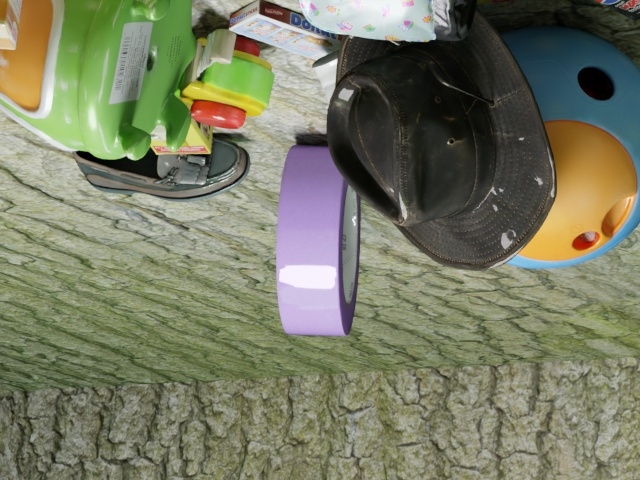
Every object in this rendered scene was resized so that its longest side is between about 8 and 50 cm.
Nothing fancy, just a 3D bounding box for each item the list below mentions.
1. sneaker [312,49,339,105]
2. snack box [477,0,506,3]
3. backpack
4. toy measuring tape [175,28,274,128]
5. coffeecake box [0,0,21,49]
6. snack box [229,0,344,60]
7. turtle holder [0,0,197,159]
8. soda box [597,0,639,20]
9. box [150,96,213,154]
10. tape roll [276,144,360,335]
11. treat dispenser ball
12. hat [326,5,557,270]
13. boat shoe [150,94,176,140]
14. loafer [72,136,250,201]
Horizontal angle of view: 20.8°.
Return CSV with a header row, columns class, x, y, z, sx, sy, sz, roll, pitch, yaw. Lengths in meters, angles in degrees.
class,x,y,z,sx,sy,sz,roll,pitch,yaw
sneaker,0.107,-0.160,2.172,0.297,0.129,0.111,3,162,-44
snack box,0.166,-0.299,1.879,0.100,0.037,0.141,-3,162,23
backpack,0.066,-0.274,1.785,0.182,0.115,0.152,9,135,12
toy measuring tape,-0.101,-0.199,2.092,0.121,0.121,0.330,8,175,-13
coffeecake box,-0.372,-0.293,1.763,0.142,0.185,0.068,4,163,2
snack box,-0.021,-0.249,2.122,0.178,0.022,0.064,15,160,-34
turtle holder,-0.249,-0.236,1.927,0.228,0.320,0.243,15,132,12
soda box,0.304,-0.289,1.843,0.169,0.060,0.053,18,159,-40
box,-0.211,-0.180,2.334,0.087,0.058,0.232,0,164,10
tape roll,0.000,0.000,2.514,0.090,0.274,0.275,1,163,8
treat dispenser ball,0.263,-0.109,2.059,0.288,0.288,0.288,4,164,1
hat,0.098,-0.107,1.913,0.134,0.331,0.331,-25,-173,-42
boat shoe,-0.292,-0.173,2.176,0.302,0.109,0.094,17,164,39
loafer,-0.236,-0.112,2.522,0.268,0.096,0.084,-1,157,23
